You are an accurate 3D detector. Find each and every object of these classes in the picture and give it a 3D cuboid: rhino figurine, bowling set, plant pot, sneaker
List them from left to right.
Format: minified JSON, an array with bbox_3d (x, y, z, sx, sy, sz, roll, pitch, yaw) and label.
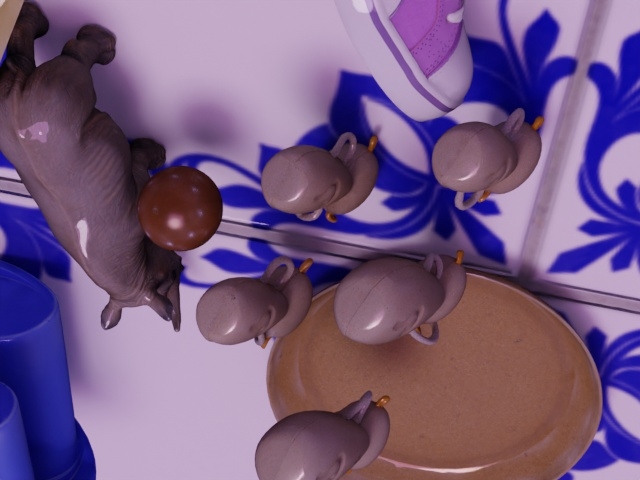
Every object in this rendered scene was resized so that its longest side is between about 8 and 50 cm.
[{"bbox_3d":[-0.142,-0.029,1.209,0.073,0.106,0.243,-11,127,19],"label":"rhino figurine"},{"bbox_3d":[0.000,0.000,1.192,0.200,0.154,0.287,37,105,17],"label":"bowling set"},{"bbox_3d":[0.081,0.100,1.329,0.236,0.032,0.236,5,130,6],"label":"plant pot"},{"bbox_3d":[0.077,-0.194,1.041,0.161,0.102,0.282,-11,127,14],"label":"sneaker"}]

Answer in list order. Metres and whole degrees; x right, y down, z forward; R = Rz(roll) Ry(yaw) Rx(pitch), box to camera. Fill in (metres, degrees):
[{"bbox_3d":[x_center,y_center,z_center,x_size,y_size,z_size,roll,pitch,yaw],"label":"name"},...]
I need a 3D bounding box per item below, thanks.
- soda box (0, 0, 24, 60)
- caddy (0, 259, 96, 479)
[{"bbox_3d":[-0.196,-0.170,1.103,0.058,0.061,0.181,17,118,-17],"label":"soda box"},{"bbox_3d":[-0.324,0.132,1.292,0.341,0.241,0.179,7,124,4],"label":"caddy"}]
